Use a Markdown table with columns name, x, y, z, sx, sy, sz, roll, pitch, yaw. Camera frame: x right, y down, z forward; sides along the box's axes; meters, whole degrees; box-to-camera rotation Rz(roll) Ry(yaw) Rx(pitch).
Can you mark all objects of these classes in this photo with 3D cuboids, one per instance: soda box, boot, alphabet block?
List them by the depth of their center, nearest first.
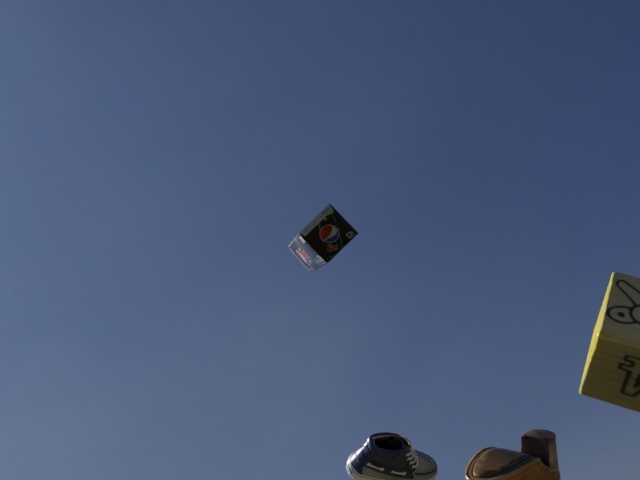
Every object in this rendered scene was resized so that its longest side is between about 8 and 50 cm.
| name | x | y | z | sx | sy | sz | roll | pitch | yaw |
| --- | --- | --- | --- | --- | --- | --- | --- | --- | --- |
| soda box | 0.000 | 0.000 | 0.979 | 0.060 | 0.053 | 0.169 | -44 | 1 | -10 |
| boot | 0.268 | 0.354 | 0.981 | 0.197 | 0.072 | 0.153 | -5 | -85 | -41 |
| boot | 0.142 | 0.375 | 1.248 | 0.189 | 0.069 | 0.086 | 10 | -51 | -32 |
| alphabet block | 0.634 | 0.206 | 1.413 | 0.192 | 0.197 | 0.194 | -54 | -28 | -43 |
